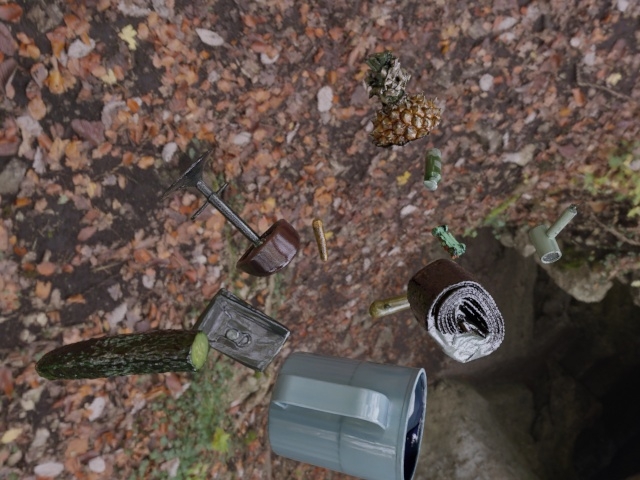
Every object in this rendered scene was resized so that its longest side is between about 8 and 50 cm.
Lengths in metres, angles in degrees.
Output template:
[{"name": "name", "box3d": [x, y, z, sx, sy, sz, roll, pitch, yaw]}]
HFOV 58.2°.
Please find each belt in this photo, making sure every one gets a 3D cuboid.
[{"name": "belt", "box3d": [0.347, 0.187, 1.431, 0.184, 0.164, 0.289, -43, 124, 2]}]

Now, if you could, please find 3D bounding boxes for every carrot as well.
[{"name": "carrot", "box3d": [0.000, 0.000, 2.134, 0.042, 0.042, 0.171, -20, 118, -18]}]

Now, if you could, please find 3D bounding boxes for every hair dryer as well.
[{"name": "hair dryer", "box3d": [0.402, -0.020, 0.967, 0.037, 0.063, 0.124, 2, 144, -16]}]

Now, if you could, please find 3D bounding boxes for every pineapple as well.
[{"name": "pineapple", "box3d": [0.235, -0.472, 1.827, 0.262, 0.262, 0.272, -31, 118, -7]}]

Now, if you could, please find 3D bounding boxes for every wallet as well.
[{"name": "wallet", "box3d": [-0.220, 0.257, 1.600, 0.245, 0.052, 0.169, 32, 99, -13]}]

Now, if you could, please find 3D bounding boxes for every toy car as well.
[{"name": "toy car", "box3d": [0.483, 0.002, 2.187, 0.073, 0.143, 0.054, -19, 149, -38]}]

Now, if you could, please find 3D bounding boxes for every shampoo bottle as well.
[{"name": "shampoo bottle", "box3d": [0.390, -0.246, 2.009, 0.065, 0.204, 0.065, 6, 132, 7]}]

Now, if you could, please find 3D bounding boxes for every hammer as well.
[{"name": "hammer", "box3d": [0.277, 0.170, 1.696, 0.305, 0.113, 0.202, -10, 105, -24]}]

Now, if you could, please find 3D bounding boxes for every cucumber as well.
[{"name": "cucumber", "box3d": [-0.307, 0.171, 0.847, 0.293, 0.068, 0.067, -8, 137, 15]}]

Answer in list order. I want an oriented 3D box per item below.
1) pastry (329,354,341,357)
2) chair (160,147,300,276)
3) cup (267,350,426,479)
[{"name": "pastry", "box3d": [0.035, 0.410, 1.671, 0.156, 0.156, 0.092, -23, 125, -15]}, {"name": "chair", "box3d": [-0.261, -0.065, 1.742, 0.226, 0.226, 0.401, -44, 100, 7]}, {"name": "cup", "box3d": [0.052, 0.396, 1.270, 0.331, 0.311, 0.257, -9, 104, -69]}]
